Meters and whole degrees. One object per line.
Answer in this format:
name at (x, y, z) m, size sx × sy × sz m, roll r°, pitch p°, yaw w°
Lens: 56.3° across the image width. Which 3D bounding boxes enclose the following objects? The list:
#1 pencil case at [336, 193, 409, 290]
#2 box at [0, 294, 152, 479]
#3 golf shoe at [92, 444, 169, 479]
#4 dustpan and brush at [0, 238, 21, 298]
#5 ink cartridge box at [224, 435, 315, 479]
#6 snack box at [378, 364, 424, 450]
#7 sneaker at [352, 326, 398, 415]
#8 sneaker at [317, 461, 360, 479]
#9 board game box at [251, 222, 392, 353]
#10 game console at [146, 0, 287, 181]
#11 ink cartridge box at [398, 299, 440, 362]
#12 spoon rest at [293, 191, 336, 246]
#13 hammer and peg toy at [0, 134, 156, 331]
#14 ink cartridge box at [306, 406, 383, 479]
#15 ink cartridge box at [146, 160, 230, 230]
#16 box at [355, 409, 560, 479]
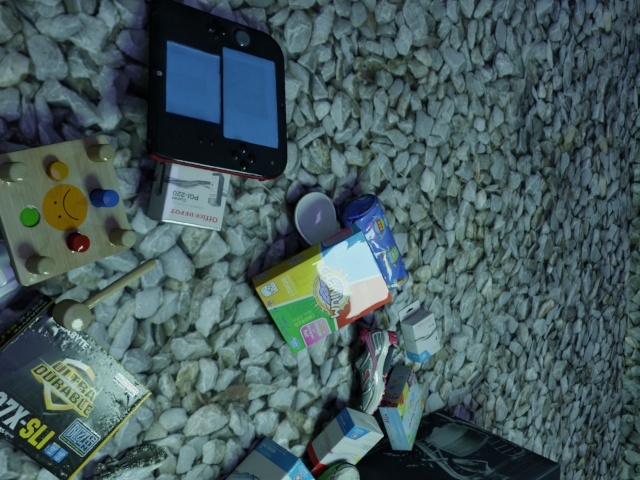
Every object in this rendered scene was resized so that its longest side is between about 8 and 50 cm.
pencil case at (0.159, 0.012, 1.767) m, size 0.306 × 0.119 × 0.133 m, roll 64°, pitch 38°, yaw -26°
box at (-0.563, 0.318, 1.275) m, size 0.257 × 0.079 × 0.322 m, roll -47°, pitch 122°, yaw -21°
golf shoe at (-0.449, 0.546, 1.420) m, size 0.176 × 0.069 × 0.086 m, roll -7°, pitch 121°, yaw -34°
dustpan and brush at (-0.661, 0.027, 1.163) m, size 0.147 × 0.060 × 0.211 m, roll -38°, pitch 118°, yaw -28°
ink cartridge box at (-0.145, 0.689, 1.599) m, size 0.233 × 0.168 × 0.171 m, roll -42°, pitch 121°, yaw -26°
snack box at (0.262, 0.529, 1.906) m, size 0.207 × 0.070 × 0.174 m, roll -50°, pitch 128°, yaw -55°
sneaker at (0.146, 0.403, 1.836) m, size 0.112 × 0.121 × 0.299 m, roll 13°, pitch 100°, yaw -4°
sneaker at (0.022, 0.769, 1.633) m, size 0.134 × 0.146 × 0.343 m, roll 35°, pitch 58°, yaw -5°
board game box at (0.009, 0.132, 1.623) m, size 0.317 × 0.064 × 0.242 m, roll -29°, pitch 116°, yaw -4°
game console at (-0.228, -0.339, 1.379) m, size 0.342 × 0.060 × 0.386 m, roll 9°, pitch 72°, yaw -39°
ink cartridge box at (0.328, 0.300, 1.982) m, size 0.104 × 0.060 × 0.180 m, roll -27°, pitch 113°, yaw -32°
spoon rest at (0.000, 0.000, 1.665) m, size 0.137 × 0.084 × 0.276 m, roll -24°, pitch 112°, yaw -34°
hammer and peg toy at (-0.503, -0.018, 1.218) m, size 0.266 × 0.127 × 0.361 m, roll -27°, pitch 114°, yaw -46°
ink cartridge box at (0.058, 0.611, 1.772) m, size 0.134 × 0.078 × 0.231 m, roll 31°, pitch 107°, yaw -37°
ink cartridge box at (-0.301, -0.141, 1.402) m, size 0.159 × 0.092 × 0.217 m, roll 10°, pitch 92°, yaw -39°
box at (0.398, 0.802, 1.850) m, size 0.480 × 0.472 × 0.297 m, roll -10°, pitch 102°, yaw -37°
